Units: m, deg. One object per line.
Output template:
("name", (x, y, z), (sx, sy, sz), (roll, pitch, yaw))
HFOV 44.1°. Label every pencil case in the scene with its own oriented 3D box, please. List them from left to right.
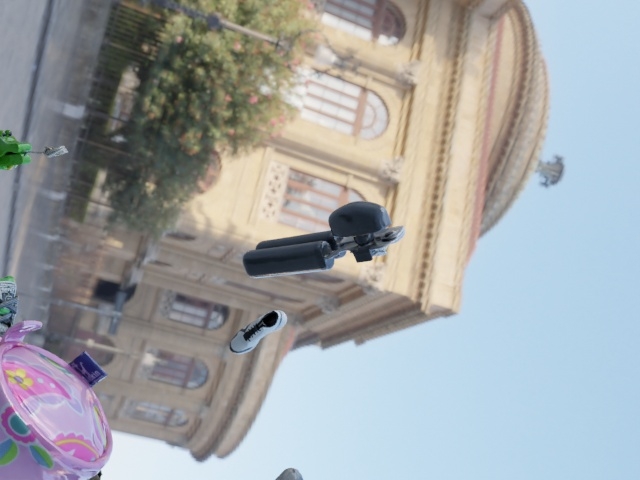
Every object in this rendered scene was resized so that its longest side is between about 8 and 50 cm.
("pencil case", (-0.278, 0.179, 0.535), (0.284, 0.124, 0.124), (-37, -158, 2))

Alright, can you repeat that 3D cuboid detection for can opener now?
("can opener", (0.000, 0.000, 1.163), (0.280, 0.093, 0.074), (-13, -165, 38))

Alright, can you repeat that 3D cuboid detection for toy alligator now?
("toy alligator", (-0.381, -0.107, 0.928), (0.056, 0.189, 0.051), (-29, 106, -69))

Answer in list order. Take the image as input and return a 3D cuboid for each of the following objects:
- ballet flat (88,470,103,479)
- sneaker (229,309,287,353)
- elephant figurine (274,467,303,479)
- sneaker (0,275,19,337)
("ballet flat", (-0.365, 0.428, 1.320), (0.250, 0.058, 0.084), (25, -48, 62))
("sneaker", (-0.108, 0.148, 1.310), (0.109, 0.040, 0.044), (-37, 164, -3))
("elephant figurine", (-0.005, 0.409, 0.951), (0.186, 0.239, 0.169), (-48, 170, 15))
("sneaker", (-0.487, 0.128, 1.114), (0.146, 0.344, 0.134), (-39, 159, 7))
